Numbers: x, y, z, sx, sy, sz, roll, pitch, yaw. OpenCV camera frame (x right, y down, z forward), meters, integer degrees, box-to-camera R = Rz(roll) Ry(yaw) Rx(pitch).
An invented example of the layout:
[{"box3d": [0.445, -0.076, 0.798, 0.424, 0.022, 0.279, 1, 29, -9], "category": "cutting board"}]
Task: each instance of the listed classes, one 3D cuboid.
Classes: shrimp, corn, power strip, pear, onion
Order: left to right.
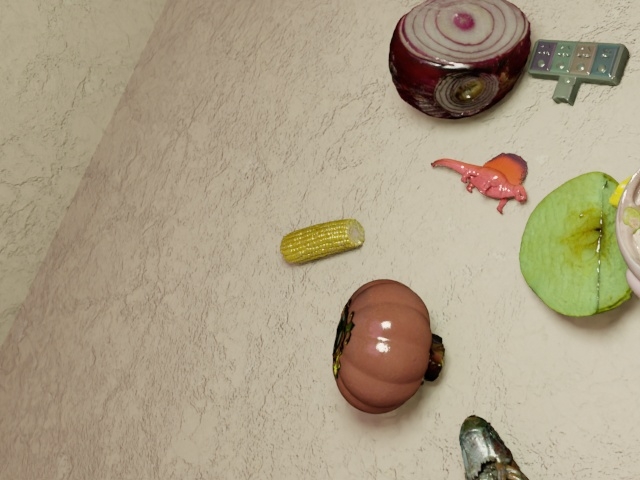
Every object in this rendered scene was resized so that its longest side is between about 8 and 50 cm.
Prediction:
[{"box3d": [0.000, 0.000, 1.799, 0.244, 0.093, 0.093, -16, 63, 30], "category": "corn"}, {"box3d": [0.337, -0.425, 1.607, 0.337, 0.260, 0.282, -13, 55, -3], "category": "onion"}, {"box3d": [0.343, 0.525, 1.280, 0.172, 0.137, 0.372, -27, 49, 16], "category": "shrimp"}, {"box3d": [0.590, -0.389, 1.536, 0.216, 0.061, 0.145, 20, 91, 42], "category": "power strip"}, {"box3d": [0.529, 0.023, 1.364, 0.239, 0.139, 0.288, -10, 71, 57], "category": "pear"}]

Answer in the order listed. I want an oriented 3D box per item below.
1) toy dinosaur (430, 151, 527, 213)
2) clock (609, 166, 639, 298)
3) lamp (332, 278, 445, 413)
[{"box3d": [0.403, -0.176, 1.590, 0.139, 0.070, 0.286, -47, 47, -1], "category": "toy dinosaur"}, {"box3d": [0.720, 0.006, 1.112, 0.368, 0.250, 0.376, -54, 36, 22], "category": "clock"}, {"box3d": [0.154, 0.240, 1.483, 0.305, 0.240, 0.305, -166, 90, -82], "category": "lamp"}]
